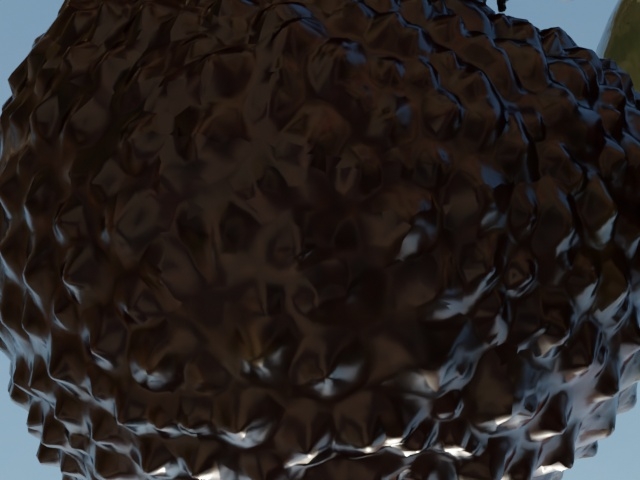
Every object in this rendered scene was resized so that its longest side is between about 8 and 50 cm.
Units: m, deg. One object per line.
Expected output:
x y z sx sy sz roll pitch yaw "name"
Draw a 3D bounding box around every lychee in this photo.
0.000 0.000 0.524 0.276 0.276 0.304 37 -69 22 "lychee"

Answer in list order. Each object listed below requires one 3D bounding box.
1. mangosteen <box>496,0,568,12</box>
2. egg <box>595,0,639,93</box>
0.106 -0.250 0.740 0.243 0.243 0.243 0 -89 27 "mangosteen"
0.314 -0.136 0.898 0.218 0.218 0.295 34 -80 23 "egg"
